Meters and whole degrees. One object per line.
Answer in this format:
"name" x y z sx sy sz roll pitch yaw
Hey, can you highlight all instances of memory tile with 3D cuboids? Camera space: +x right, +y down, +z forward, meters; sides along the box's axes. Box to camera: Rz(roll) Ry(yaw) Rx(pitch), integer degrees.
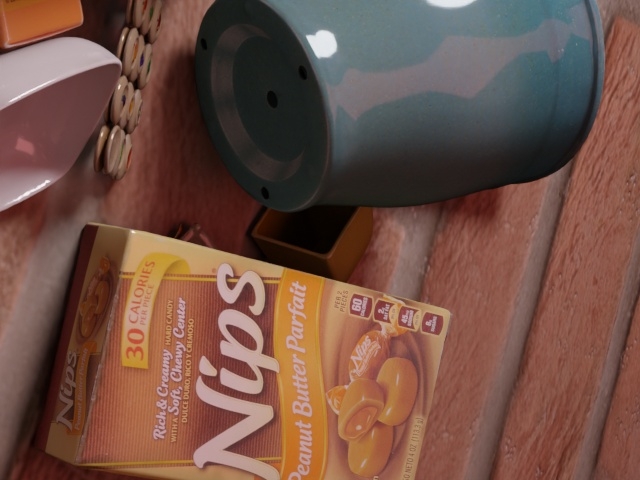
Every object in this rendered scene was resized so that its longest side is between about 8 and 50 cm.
"memory tile" -0.144 -0.120 1.204 0.113 0.012 0.148 58 44 -87

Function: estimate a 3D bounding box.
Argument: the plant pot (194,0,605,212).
"plant pot" 0.048 -0.145 1.312 0.255 0.272 0.271 -20 114 -34

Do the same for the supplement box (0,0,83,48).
"supplement box" -0.226 -0.251 1.065 0.080 0.078 0.233 -25 116 -44

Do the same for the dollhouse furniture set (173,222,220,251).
"dollhouse furniture set" -0.098 0.059 1.346 0.076 0.058 0.151 -48 114 -26

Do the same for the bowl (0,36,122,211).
"bowl" -0.215 -0.081 1.097 0.142 0.053 0.142 -29 162 -46

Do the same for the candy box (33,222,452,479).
"candy box" -0.055 0.110 1.283 0.316 0.087 0.183 15 85 -34

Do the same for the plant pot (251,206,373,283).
"plant pot" 0.000 0.000 1.417 0.081 0.081 0.083 -58 149 -28
